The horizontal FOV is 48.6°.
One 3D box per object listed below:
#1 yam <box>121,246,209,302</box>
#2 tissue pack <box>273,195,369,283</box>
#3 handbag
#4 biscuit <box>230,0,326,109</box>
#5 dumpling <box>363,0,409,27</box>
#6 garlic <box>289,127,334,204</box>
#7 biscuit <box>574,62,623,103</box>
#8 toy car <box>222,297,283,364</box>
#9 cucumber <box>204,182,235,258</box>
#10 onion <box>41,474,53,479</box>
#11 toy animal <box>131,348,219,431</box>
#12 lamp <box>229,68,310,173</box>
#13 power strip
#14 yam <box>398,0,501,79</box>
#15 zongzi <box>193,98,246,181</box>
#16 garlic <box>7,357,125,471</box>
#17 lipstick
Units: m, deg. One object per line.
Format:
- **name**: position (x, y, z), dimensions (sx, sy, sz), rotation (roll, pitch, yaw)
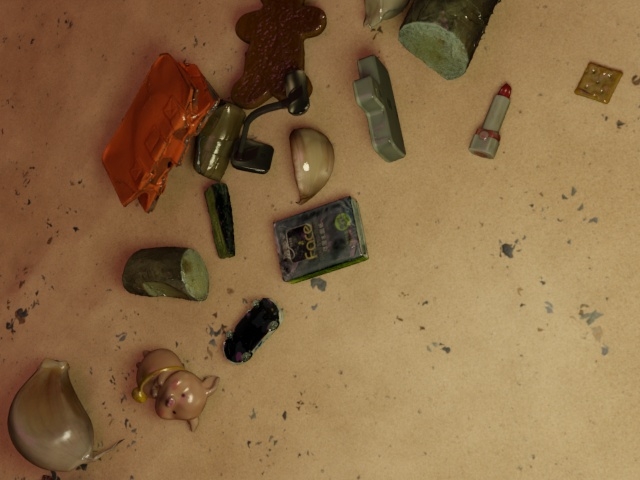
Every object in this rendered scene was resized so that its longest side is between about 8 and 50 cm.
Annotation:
- **yam**: position (-0.432, 0.091, 1.999), dimensions (0.254, 0.154, 0.154), rotation (3, 80, 32)
- **tissue pack**: position (0.000, 0.000, 1.830), dimensions (0.235, 0.073, 0.174), rotation (-18, 70, 23)
- **handbag**: position (-0.468, -0.316, 2.055), dimensions (0.410, 0.116, 0.303), rotation (-54, 44, 18)
- **biscuit**: position (-0.111, -0.585, 2.023), dimensions (0.282, 0.064, 0.433), rotation (0, 80, 21)
- **dumpling**: position (0.168, -0.643, 1.877), dimensions (0.155, 0.181, 0.111), rotation (-8, 112, 55)
- **garlic**: position (-0.032, -0.207, 1.872), dimensions (0.128, 0.115, 0.207), rotation (-4, 80, 20)
- **biscuit**: position (0.632, -0.359, 1.612), dimensions (0.083, 0.018, 0.081), rotation (29, 92, 29)
- **toy car**: position (-0.181, 0.242, 1.880), dimensions (0.205, 0.056, 0.095), rotation (-50, 62, 13)
- **cucumber**: position (-0.270, -0.053, 1.997), dimensions (0.078, 0.062, 0.212), rotation (-35, 67, 54)
- **onion**: position (-0.747, 0.794, 1.997), dimensions (0.348, 0.159, 0.267), rotation (26, 88, 29)
- **toy animal**: position (-0.414, 0.391, 1.923), dimensions (0.248, 0.149, 0.165), rotation (35, 112, 22)
- **lamp**: position (-0.140, -0.332, 1.910), dimensions (0.283, 0.124, 0.203), rotation (-52, 22, 41)
- **power strip**: position (0.138, -0.341, 1.766), dimensions (0.059, 0.193, 0.265), rotation (-16, 71, 21)
- **yam**: position (0.335, -0.570, 1.715), dimensions (0.202, 0.201, 0.271), rotation (31, 77, -8)
- **zongzi**: position (-0.334, -0.315, 2.066), dimensions (0.256, 0.114, 0.228), rotation (35, 106, 43)
- **garlic**: position (-0.777, 0.548, 2.082), dimensions (0.245, 0.231, 0.340), rotation (-34, 77, -32)
- **lipstick**: position (0.415, -0.292, 1.691), dimensions (0.063, 0.057, 0.187), rotation (18, 85, 30)
